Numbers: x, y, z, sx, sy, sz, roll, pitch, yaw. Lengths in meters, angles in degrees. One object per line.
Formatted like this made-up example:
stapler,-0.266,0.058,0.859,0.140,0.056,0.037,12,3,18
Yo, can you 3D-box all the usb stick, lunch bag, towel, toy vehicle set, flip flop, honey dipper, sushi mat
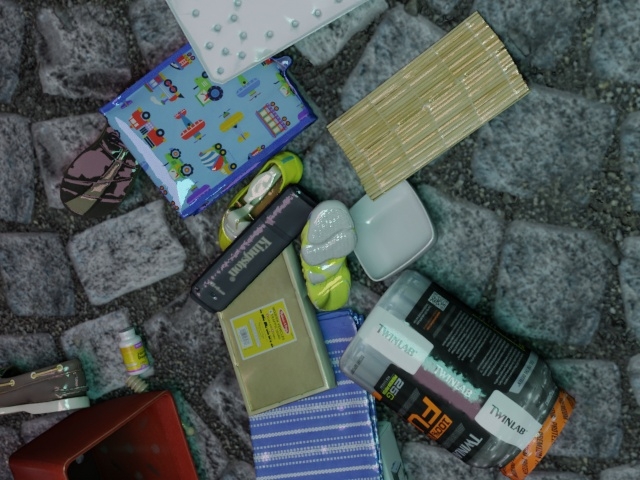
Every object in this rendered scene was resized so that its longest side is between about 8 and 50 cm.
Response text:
usb stick,-0.109,0.015,1.856,0.077,0.045,0.278,37,111,-23
lunch bag,-0.167,-0.210,1.804,0.293,0.138,0.221,-37,91,5
towel,-0.019,0.297,1.901,0.243,0.040,0.335,-11,80,24
toy vehicle set,-0.086,0.149,1.901,0.166,0.035,0.266,-21,81,25
flip flop,-0.350,-0.159,1.928,0.112,0.080,0.277,29,98,-3
honey dipper,-0.295,0.307,2.075,0.161,0.030,0.030,40,115,2
sushi mat,0.163,-0.205,1.733,0.316,0.019,0.151,-35,74,25

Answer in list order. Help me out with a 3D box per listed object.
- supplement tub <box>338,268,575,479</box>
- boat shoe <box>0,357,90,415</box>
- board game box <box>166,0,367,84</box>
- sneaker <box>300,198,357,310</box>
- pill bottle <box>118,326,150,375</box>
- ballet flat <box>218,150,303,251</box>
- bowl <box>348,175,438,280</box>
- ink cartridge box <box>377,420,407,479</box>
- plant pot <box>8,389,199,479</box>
supplement tub,0.216,0.216,1.758,0.338,0.207,0.207,35,115,8
boat shoe,-0.582,0.284,2.129,0.324,0.117,0.096,-8,84,28
board game box,-0.086,-0.498,1.690,0.390,0.050,0.390,-28,95,11
sneaker,0.000,0.000,1.797,0.091,0.126,0.240,-8,136,-12
pill bottle,-0.345,0.203,2.051,0.043,0.043,0.083,-12,102,23
ballet flat,-0.116,-0.059,1.867,0.077,0.077,0.231,45,116,10
bowl,0.119,-0.018,1.788,0.142,0.053,0.142,-39,63,25
ink cartridge box,0.074,0.424,1.944,0.140,0.082,0.190,-12,102,23
plant pot,-0.407,0.438,2.029,0.236,0.267,0.267,0,113,38
